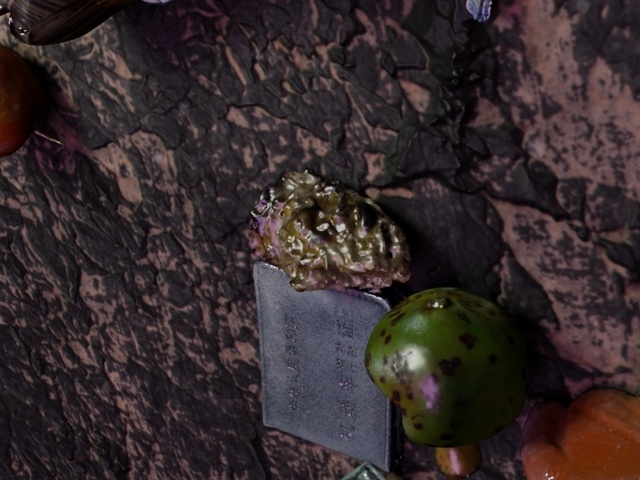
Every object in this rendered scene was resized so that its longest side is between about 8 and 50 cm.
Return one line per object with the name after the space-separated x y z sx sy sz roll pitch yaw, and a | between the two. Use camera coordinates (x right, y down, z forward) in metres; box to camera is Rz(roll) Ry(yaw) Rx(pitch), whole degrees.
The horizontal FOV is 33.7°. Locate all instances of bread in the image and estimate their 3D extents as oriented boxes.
0.282 0.255 0.899 0.190 0.123 0.244 -15 106 37 | bread

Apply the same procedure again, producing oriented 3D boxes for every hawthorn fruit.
-0.352 -0.141 1.120 0.125 0.125 0.140 -13 135 38 | hawthorn fruit

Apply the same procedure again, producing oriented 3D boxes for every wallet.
0.007 0.122 1.068 0.167 0.036 0.222 16 122 27 | wallet

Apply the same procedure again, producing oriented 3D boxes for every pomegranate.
0.124 0.123 0.919 0.122 0.143 0.169 -19 93 39 | pomegranate

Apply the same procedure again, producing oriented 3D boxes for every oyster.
0.007 0.001 0.975 0.177 0.056 0.105 31 98 25 | oyster

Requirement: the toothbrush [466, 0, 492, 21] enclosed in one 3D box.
0.151 -0.302 0.755 0.030 0.030 0.304 26 124 20 | toothbrush

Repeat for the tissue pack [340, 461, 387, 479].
0.038 0.456 1.136 0.287 0.162 0.388 39 132 8 | tissue pack

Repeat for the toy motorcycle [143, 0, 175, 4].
-0.153 -0.269 0.766 0.114 0.076 0.205 -41 105 18 | toy motorcycle

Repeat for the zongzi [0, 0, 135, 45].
-0.122 -0.233 0.897 0.317 0.154 0.289 39 132 5 | zongzi
